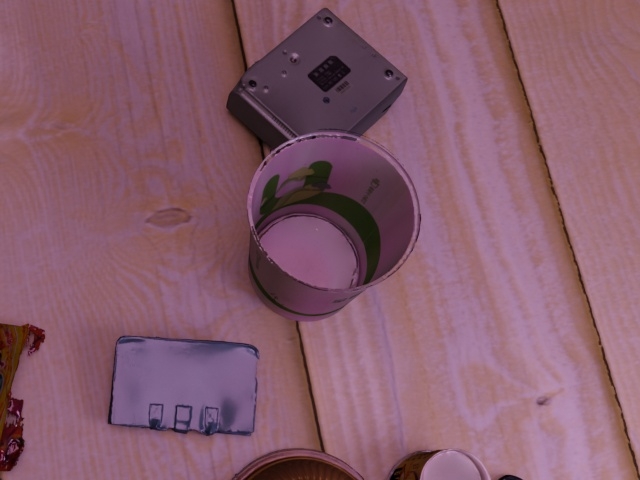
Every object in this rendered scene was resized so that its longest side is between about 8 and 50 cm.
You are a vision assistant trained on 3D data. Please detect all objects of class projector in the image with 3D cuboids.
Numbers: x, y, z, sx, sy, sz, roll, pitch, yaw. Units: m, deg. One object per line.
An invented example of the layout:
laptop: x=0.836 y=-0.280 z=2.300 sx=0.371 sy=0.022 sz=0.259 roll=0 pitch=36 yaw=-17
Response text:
projector: x=-0.006 y=-0.254 z=1.865 sx=0.198 sy=0.108 sz=0.250 roll=43 pitch=66 yaw=9

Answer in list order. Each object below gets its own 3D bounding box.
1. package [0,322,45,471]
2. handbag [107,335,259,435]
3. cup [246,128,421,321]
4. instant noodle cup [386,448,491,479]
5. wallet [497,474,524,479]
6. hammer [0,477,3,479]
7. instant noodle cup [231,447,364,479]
package: x=-0.531 y=0.184 z=1.539 sx=0.288 sy=0.108 sz=0.223 roll=34 pitch=59 yaw=-44
handbag: x=-0.206 y=0.221 z=1.656 sx=0.221 sy=0.057 sz=0.144 roll=7 pitch=71 yaw=-9
cup: x=0.000 y=0.000 z=1.670 sx=0.253 sy=0.274 sz=0.253 roll=4 pitch=68 yaw=-9
instant noodle cup: x=0.180 y=0.377 z=1.628 sx=0.151 sy=0.122 sz=0.151 roll=5 pitch=66 yaw=-11
wallet: x=0.289 y=0.517 z=1.636 sx=0.172 sy=0.045 sz=0.318 roll=29 pitch=64 yaw=0
hammer: x=-0.519 y=0.416 z=1.495 sx=0.226 sy=0.041 sz=0.158 roll=-38 pitch=103 yaw=-14
instant noodle cup: x=-0.023 y=0.429 z=1.585 sx=0.274 sy=0.091 sz=0.274 roll=4 pitch=68 yaw=-10
